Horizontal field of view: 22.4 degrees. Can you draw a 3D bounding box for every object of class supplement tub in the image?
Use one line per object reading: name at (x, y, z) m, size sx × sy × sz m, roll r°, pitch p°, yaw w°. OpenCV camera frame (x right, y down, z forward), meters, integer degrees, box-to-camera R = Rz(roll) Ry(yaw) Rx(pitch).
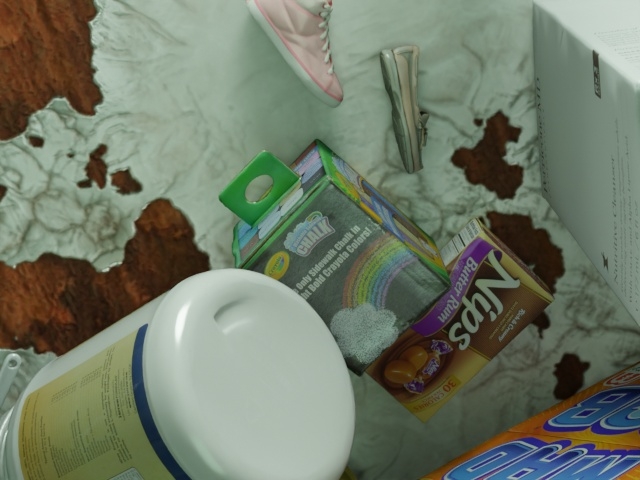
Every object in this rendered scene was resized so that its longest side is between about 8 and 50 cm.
supplement tub at (-0.146, 0.181, 1.491) m, size 0.228 × 0.228 × 0.316 m, roll 45°, pitch 132°, yaw -17°

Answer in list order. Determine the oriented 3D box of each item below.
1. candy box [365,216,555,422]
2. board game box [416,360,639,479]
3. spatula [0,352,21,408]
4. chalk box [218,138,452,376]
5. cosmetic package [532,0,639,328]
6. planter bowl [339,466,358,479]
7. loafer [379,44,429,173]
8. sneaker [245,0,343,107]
candy box at (0.130, 0.081, 1.629) m, size 0.187 × 0.053 × 0.109 m, roll -44°, pitch 107°, yaw 11°
board game box at (0.313, 0.343, 1.484) m, size 0.356 × 0.356 × 0.356 m, roll -25°, pitch 95°, yaw -19°
spatula at (-0.347, 0.211, 1.633) m, size 0.168 × 0.019 × 0.242 m, roll 22°, pitch 100°, yaw -23°
chalk box at (0.000, 0.000, 1.550) m, size 0.213 × 0.132 × 0.132 m, roll 42°, pitch 101°, yaw -15°
cosmetic package at (0.300, -0.087, 1.414) m, size 0.156 × 0.385 × 0.217 m, roll -7°, pitch 107°, yaw -4°
planter bowl at (-0.051, 0.294, 1.613) m, size 0.217 × 0.090 × 0.217 m, roll 0°, pitch 78°, yaw -2°
loafer at (0.089, -0.127, 1.561) m, size 0.039 × 0.045 × 0.125 m, roll -15°, pitch 107°, yaw -7°
sneaker at (-0.004, -0.193, 1.524) m, size 0.070 × 0.051 × 0.134 m, roll -35°, pitch 104°, yaw 12°
